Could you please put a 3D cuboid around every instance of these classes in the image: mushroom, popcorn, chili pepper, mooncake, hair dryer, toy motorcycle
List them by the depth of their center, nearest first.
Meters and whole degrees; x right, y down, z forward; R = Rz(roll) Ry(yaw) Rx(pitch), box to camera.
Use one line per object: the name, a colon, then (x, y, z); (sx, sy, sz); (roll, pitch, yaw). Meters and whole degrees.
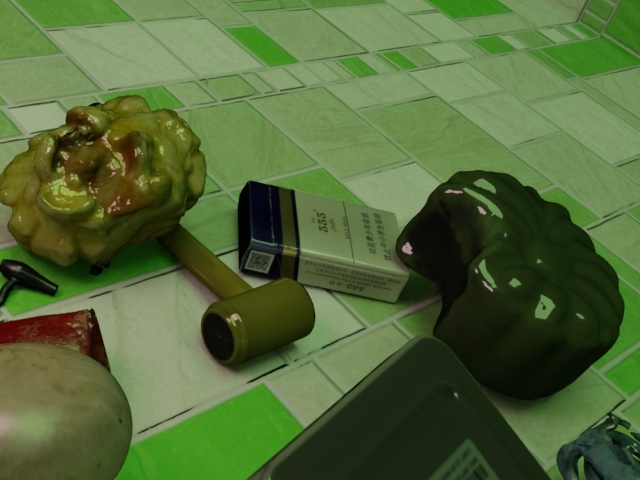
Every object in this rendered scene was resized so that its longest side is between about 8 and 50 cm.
mushroom: (-0.294, 0.198, 0.856); (0.206, 0.209, 0.206); (29, 10, -6)
chili pepper: (-0.357, 0.158, 0.999); (0.253, 0.136, 0.144); (-6, 88, -20)
toy motorcycle: (0.385, 0.326, 1.090); (0.206, 0.154, 0.260); (56, 5, -16)
hair dryer: (-0.387, 0.067, 1.163); (0.079, 0.031, 0.083); (28, 48, -7)
popcorn: (-0.292, -0.082, 1.238); (0.286, 0.215, 0.252); (-33, 17, -22)
hair dryer: (-0.148, 0.059, 1.260); (0.135, 0.090, 0.279); (-19, 46, -41)
mooncake: (0.292, 0.059, 1.351); (0.351, 0.187, 0.351); (27, 32, -18)

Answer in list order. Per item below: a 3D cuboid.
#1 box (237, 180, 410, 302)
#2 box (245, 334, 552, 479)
box: (0.000, 0.000, 1.415); (0.259, 0.071, 0.168); (12, 37, -14)
box: (0.131, 0.319, 0.956); (0.373, 0.090, 0.367); (52, 41, 5)
